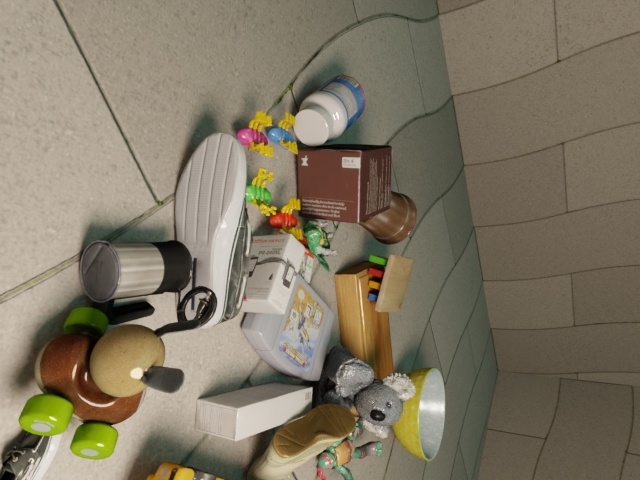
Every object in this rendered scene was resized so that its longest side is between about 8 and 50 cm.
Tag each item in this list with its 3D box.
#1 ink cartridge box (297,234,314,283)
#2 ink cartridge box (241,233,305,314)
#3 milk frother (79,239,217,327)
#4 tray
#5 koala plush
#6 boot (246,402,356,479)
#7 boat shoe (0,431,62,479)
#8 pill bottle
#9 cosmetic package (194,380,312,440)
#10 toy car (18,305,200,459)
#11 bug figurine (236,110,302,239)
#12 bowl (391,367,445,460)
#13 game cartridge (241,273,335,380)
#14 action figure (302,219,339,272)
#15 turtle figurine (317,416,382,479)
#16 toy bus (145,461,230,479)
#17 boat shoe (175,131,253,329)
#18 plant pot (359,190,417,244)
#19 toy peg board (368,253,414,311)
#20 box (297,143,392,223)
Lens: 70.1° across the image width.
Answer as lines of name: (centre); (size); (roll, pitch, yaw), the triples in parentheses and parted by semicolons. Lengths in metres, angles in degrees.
ink cartridge box: (-0.043, 0.040, 1.091); (0.063, 0.029, 0.115); (36, 58, -53)
ink cartridge box: (-0.106, 0.064, 0.905); (0.063, 0.109, 0.150); (49, 48, -44)
milk frother: (-0.238, 0.065, 0.651); (0.135, 0.143, 0.129); (-2, 97, -61)
tray: (0.139, 0.279, 1.341); (0.203, 0.076, 0.411); (-17, 103, -58)
koala plush: (0.104, 0.368, 1.092); (0.196, 0.221, 0.203); (-64, -173, 7)
boot: (-0.038, 0.422, 0.938); (0.213, 0.077, 0.165); (-4, 137, -44)
boat shoe: (-0.354, 0.268, 0.539); (0.040, 0.049, 0.142); (46, 53, -48)
pill bottle: (0.021, -0.318, 1.130); (0.221, 0.124, 0.124); (-52, 131, -46)
cosmetic package: (-0.119, 0.323, 0.882); (0.239, 0.099, 0.060); (14, 79, -58)
toy car: (-0.234, 0.159, 0.568); (0.155, 0.188, 0.149); (-92, 157, -47)
bug figurine: (-0.103, -0.141, 0.957); (0.216, 0.072, 0.279); (17, 69, -65)
bowl: (0.299, 0.559, 1.512); (0.289, 0.156, 0.289); (4, 85, -59)
game cartridge: (-0.059, 0.197, 1.029); (0.297, 0.062, 0.198); (52, 41, -46)
action figure: (0.000, 0.000, 1.052); (0.232, 0.063, 0.137); (31, 41, -79)
turtle figurine: (0.069, 0.538, 1.164); (0.234, 0.118, 0.175); (-6, 98, -53)
toy bus: (-0.175, 0.446, 0.746); (0.333, 0.130, 0.108); (51, 48, -45)
boat shoe: (-0.180, -0.016, 0.805); (0.119, 0.121, 0.335); (5, 95, -67)
plant pot: (0.175, -0.087, 1.352); (0.165, 0.167, 0.167); (22, 69, -49)
toy peg board: (0.187, 0.115, 1.309); (0.161, 0.079, 0.161); (13, 93, -58)
box: (0.064, -0.149, 1.130); (0.203, 0.168, 0.167); (-25, 120, -57)
